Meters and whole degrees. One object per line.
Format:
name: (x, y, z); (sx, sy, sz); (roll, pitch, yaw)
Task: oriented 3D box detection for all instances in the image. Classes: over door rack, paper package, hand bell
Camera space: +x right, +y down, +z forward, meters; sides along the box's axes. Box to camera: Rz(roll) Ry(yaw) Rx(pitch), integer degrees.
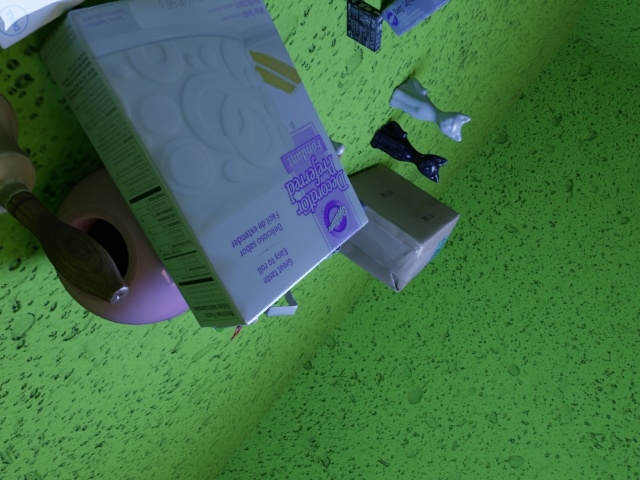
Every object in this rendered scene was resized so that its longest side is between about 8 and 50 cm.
over door rack: (-0.038, -0.056, 0.941); (0.108, 0.324, 0.239); (10, 125, -22)
paper package: (0.191, -0.048, 1.527); (0.325, 0.309, 0.168); (-31, 153, -55)
hand bell: (-0.257, -0.026, 0.473); (0.126, 0.242, 0.126); (-46, 162, -20)

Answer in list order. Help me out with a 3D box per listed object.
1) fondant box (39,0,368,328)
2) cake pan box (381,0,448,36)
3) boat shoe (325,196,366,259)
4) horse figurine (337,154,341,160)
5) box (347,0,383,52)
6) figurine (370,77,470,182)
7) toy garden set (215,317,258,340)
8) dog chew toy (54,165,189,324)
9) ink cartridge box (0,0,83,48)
fondant box: (-0.106, -0.104, 0.606); (0.096, 0.330, 0.238); (-11, -159, 45)
cake pan box: (0.252, -0.505, 0.973); (0.246, 0.070, 0.267); (-45, -166, -10)
boat shoe: (0.000, 0.000, 1.301); (0.301, 0.102, 0.108); (-50, 177, 27)
horse figurine: (-0.030, -0.095, 1.262); (0.263, 0.066, 0.174); (-43, 168, -39)
box: (0.078, -0.385, 0.960); (0.018, 0.067, 0.083); (-49, 162, -16)
figurine: (0.267, -0.286, 1.422); (0.092, 0.209, 0.214); (-35, 155, -48)
toy garden set: (-0.158, 0.084, 1.107); (0.049, 0.204, 0.244); (29, 99, -37)
dog chew toy: (-0.204, -0.010, 0.754); (0.206, 0.207, 0.332); (-58, 171, 17)
ink cartridge box: (-0.276, -0.212, 0.379); (0.235, 0.056, 0.171); (-48, 164, -24)
